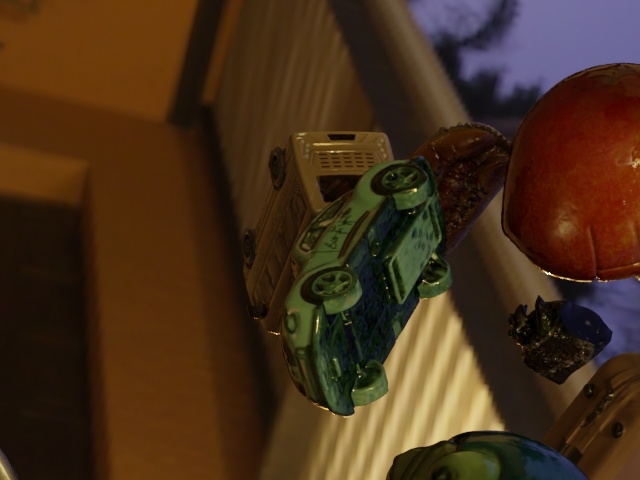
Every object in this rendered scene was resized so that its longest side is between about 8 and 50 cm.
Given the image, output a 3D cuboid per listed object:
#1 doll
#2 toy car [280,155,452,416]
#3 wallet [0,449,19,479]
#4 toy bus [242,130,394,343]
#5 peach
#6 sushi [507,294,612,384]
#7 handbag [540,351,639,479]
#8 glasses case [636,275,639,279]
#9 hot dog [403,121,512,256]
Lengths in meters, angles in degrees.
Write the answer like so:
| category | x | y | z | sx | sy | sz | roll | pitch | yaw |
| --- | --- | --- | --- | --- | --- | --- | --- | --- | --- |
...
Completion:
| category | x | y | z | sx | sy | sz | roll | pitch | yaw |
| --- | --- | --- | --- | --- | --- | --- | --- | --- | --- |
| doll | 0.105 | 0.260 | 1.332 | 0.322 | 0.186 | 0.198 | 131 | -32 | -49 |
| toy car | 0.031 | 0.041 | 1.742 | 0.306 | 0.125 | 0.136 | -54 | 138 | -43 |
| wallet | -0.431 | 0.317 | 2.026 | 0.275 | 0.068 | 0.335 | -28 | -89 | 36 |
| toy bus | 0.000 | 0.000 | 2.152 | 0.289 | 0.139 | 0.157 | 115 | -31 | -50 |
| peach | 0.337 | -0.081 | 2.093 | 0.245 | 0.275 | 0.248 | 67 | -11 | -6 |
| sushi | 0.241 | 0.097 | 1.808 | 0.083 | 0.085 | 0.056 | -33 | -146 | 56 |
| handbag | 0.418 | 0.312 | 2.307 | 0.302 | 0.283 | 0.149 | -57 | -148 | 19 |
| glasses case | 0.434 | -0.031 | 2.286 | 0.049 | 0.074 | 0.193 | 55 | 32 | -48 |
| hot dog | 0.151 | -0.053 | 2.393 | 0.268 | 0.144 | 0.075 | -51 | -155 | 20 |
